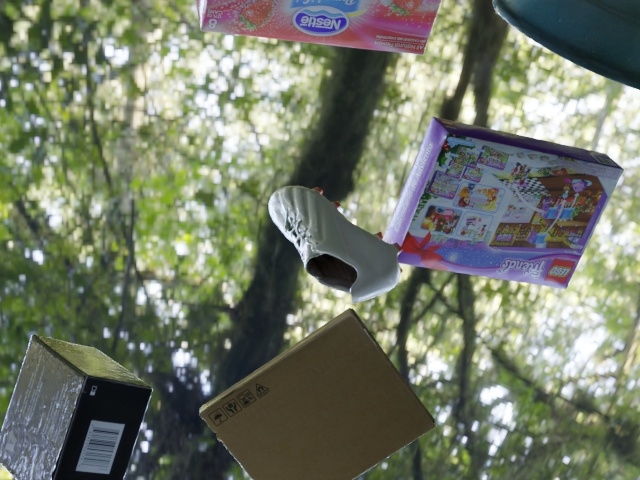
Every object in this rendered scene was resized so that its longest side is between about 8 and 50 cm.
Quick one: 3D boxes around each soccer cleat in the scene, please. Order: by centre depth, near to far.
[{"bbox_3d":[0.000,0.000,1.215,0.076,0.068,0.196,-30,-138,-28],"label":"soccer cleat"}]

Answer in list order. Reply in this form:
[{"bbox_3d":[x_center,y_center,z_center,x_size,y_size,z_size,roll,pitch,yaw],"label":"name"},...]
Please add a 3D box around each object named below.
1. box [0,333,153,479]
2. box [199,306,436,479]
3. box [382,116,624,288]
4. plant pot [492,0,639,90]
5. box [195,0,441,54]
[{"bbox_3d":[-0.287,0.210,1.383,0.093,0.156,0.158,16,-176,-39],"label":"box"},{"bbox_3d":[-0.002,0.191,1.296,0.201,0.164,0.021,-34,-165,8],"label":"box"},{"bbox_3d":[0.251,-0.047,1.658,0.293,0.201,0.057,9,-154,-25],"label":"box"},{"bbox_3d":[0.472,-0.433,1.742,0.341,0.334,0.341,18,-154,-9],"label":"plant pot"},{"bbox_3d":[-0.002,-0.345,1.516,0.300,0.154,0.142,4,-139,-16],"label":"box"}]
